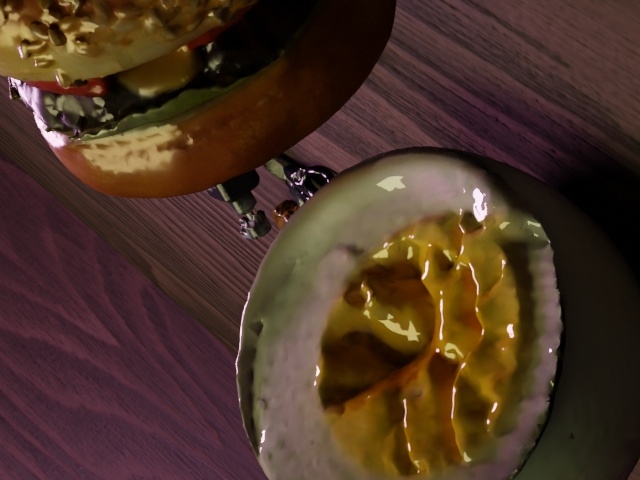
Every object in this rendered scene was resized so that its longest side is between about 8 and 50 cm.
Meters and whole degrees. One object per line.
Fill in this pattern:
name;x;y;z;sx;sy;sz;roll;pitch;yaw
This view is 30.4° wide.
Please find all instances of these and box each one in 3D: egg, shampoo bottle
egg;0.151;0.122;1.086;0.354;0.355;0.339;31;-175;42
shampoo bottle;-0.157;-0.137;1.634;0.310;0.071;0.098;58;161;-18

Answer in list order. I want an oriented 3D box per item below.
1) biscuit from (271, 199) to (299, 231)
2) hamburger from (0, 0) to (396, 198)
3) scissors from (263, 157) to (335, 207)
biscuit;0.006;0.006;1.719;0.183;0.047;0.320;42;165;-2
hamburger;-0.120;-0.212;0.881;0.330;0.330;0.250;30;164;46
scissors;-0.053;-0.094;1.599;0.300;0.022;0.109;39;141;39
